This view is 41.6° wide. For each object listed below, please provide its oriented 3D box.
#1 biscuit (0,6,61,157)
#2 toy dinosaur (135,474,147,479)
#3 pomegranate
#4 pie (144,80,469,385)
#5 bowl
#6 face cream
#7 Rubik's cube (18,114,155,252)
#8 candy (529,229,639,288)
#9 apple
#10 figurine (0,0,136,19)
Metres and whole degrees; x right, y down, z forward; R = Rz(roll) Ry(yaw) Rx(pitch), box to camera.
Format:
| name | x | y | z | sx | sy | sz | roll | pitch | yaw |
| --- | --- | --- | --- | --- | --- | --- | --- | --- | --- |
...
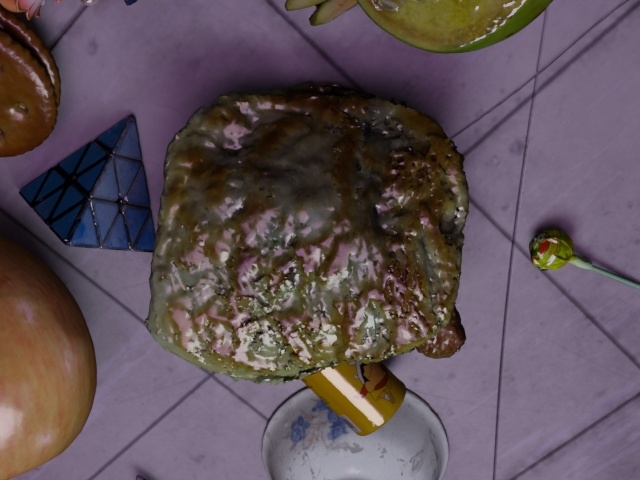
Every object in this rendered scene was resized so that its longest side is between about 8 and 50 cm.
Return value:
| name | x | y | z | sx | sy | sz | roll | pitch | yaw |
| --- | --- | --- | --- | --- | --- | --- | --- | --- | --- |
| biscuit | -0.445 | -0.207 | 1.097 | 0.220 | 0.066 | 0.220 | 5 | 134 | 5 |
| toy dinosaur | -0.261 | 0.529 | 1.481 | 0.162 | 0.077 | 0.294 | -33 | 125 | 13 |
| pomegranate | 0.118 | -0.366 | 0.941 | 0.358 | 0.216 | 0.310 | -16 | 120 | 44 |
| pie | -0.024 | -0.011 | 1.075 | 0.418 | 0.180 | 0.395 | -3 | 90 | 0 |
| bowl | 0.053 | 0.386 | 1.350 | 0.313 | 0.146 | 0.313 | 2 | 116 | 3 |
| face cream | -0.028 | 0.133 | 1.232 | 0.105 | 0.105 | 0.349 | -42 | 99 | 21 |
| Rubik's cube | -0.295 | -0.021 | 1.145 | 0.211 | 0.178 | 0.190 | -34 | 114 | 19 |
| candy | 0.386 | 0.037 | 1.213 | 0.194 | 0.058 | 0.062 | 21 | 125 | -17 |
| apple | -0.503 | 0.175 | 1.148 | 0.391 | 0.391 | 0.347 | -21 | 94 | 13 |
| figurine | -0.304 | -0.325 | 1.027 | 0.195 | 0.102 | 0.111 | -18 | 116 | 11 |
